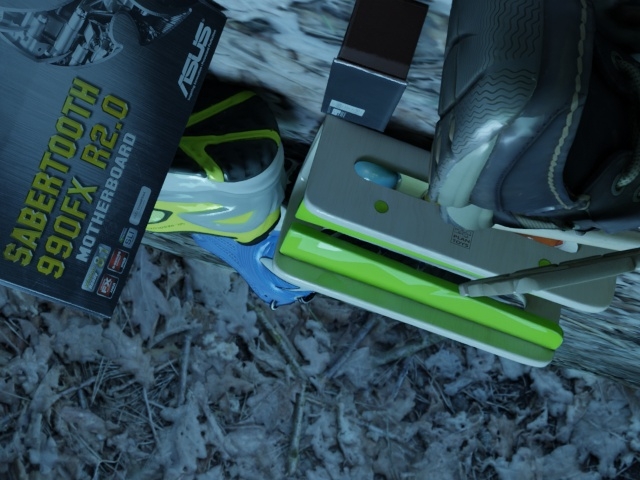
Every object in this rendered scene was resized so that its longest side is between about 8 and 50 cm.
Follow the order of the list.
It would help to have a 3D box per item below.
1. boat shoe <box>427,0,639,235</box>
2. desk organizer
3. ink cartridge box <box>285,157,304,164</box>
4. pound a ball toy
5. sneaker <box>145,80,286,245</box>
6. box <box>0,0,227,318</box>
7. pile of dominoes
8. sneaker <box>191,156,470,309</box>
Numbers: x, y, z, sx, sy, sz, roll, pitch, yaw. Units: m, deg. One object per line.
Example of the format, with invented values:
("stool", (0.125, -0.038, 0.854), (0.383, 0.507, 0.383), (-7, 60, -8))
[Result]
("boat shoe", (0.132, -0.071, 0.639), (0.130, 0.132, 0.355), (7, 179, 8))
("desk organizer", (0.033, -0.113, 0.750), (0.047, 0.050, 0.130), (18, 172, -1))
("ink cartridge box", (-0.033, -0.054, 1.342), (0.145, 0.045, 0.179), (13, 168, 33))
("pound a ball toy", (0.143, -0.019, 0.994), (0.319, 0.135, 0.208), (19, 147, -6))
("sneaker", (-0.211, -0.074, 1.088), (0.385, 0.145, 0.147), (16, 145, 23))
("box", (-0.179, -0.084, 0.768), (0.056, 0.231, 0.183), (15, 171, 45))
("pile of dominoes", (0.205, -0.009, 0.701), (0.251, 0.040, 0.196), (-10, 178, -11))
("sneaker", (0.000, 0.000, 1.183), (0.330, 0.130, 0.147), (22, 142, 25))
